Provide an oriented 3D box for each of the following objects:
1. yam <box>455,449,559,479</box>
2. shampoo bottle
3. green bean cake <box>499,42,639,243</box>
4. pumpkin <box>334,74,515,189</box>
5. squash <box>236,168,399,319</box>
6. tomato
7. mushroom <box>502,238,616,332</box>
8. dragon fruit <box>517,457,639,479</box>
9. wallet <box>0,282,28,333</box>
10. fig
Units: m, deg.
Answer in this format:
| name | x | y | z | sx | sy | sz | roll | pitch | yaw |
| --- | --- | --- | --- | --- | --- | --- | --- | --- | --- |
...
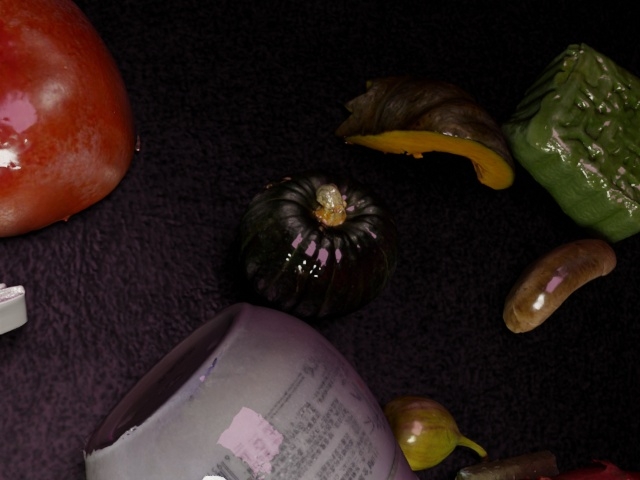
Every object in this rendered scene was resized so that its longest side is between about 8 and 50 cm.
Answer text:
| name | x | y | z | sx | sy | sz | roll | pitch | yaw |
| --- | --- | --- | --- | --- | --- | --- | --- | --- | --- |
| yam | 0.223 | 0.289 | 0.969 | 0.132 | 0.054 | 0.054 | -6 | 73 | -22 |
| shampoo bottle | -0.062 | 0.222 | 0.771 | 0.273 | 0.273 | 0.266 | -43 | 100 | -27 |
| green bean cake | 0.392 | -0.144 | 1.147 | 0.248 | 0.125 | 0.222 | 34 | 64 | -5 |
| pumpkin | 0.166 | -0.170 | 1.068 | 0.254 | 0.149 | 0.130 | 18 | 74 | -12 |
| squash | -0.001 | 0.004 | 0.941 | 0.193 | 0.156 | 0.193 | 25 | 47 | -31 |
| tomato | -0.363 | -0.173 | 0.883 | 0.338 | 0.144 | 0.338 | 6 | 68 | -15 |
| mushroom | 0.329 | 0.044 | 1.079 | 0.209 | 0.094 | 0.072 | -31 | 86 | -22 |
| dragon fruit | 0.272 | 0.348 | 0.908 | 0.163 | 0.262 | 0.189 | 24 | 15 | 26 |
| wallet | -0.329 | 0.072 | 0.813 | 0.061 | 0.122 | 0.025 | -16 | 77 | -23 |
| fig | 0.132 | 0.227 | 0.960 | 0.166 | 0.093 | 0.093 | 10 | 65 | -46 |
